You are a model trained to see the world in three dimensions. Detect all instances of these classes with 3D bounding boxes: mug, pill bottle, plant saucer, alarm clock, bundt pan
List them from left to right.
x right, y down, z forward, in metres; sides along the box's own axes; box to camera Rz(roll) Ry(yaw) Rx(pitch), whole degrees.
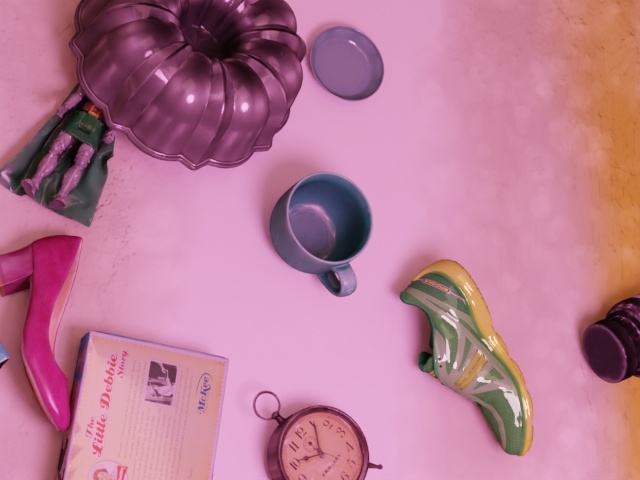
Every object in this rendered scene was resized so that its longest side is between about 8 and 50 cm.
[{"bbox_3d":[-0.161,-0.267,1.702,0.331,0.124,0.331,13,60,-23],"label":"bundt pan"},{"bbox_3d":[-0.018,0.271,1.664,0.192,0.064,0.129,48,63,-6],"label":"alarm clock"},{"bbox_3d":[-0.007,-0.007,1.734,0.129,0.097,0.158,19,68,-18],"label":"mug"},{"bbox_3d":[0.036,-0.258,1.871,0.119,0.021,0.119,6,73,-21],"label":"plant saucer"},{"bbox_3d":[0.505,0.134,1.897,0.219,0.123,0.123,-19,83,-26],"label":"pill bottle"}]

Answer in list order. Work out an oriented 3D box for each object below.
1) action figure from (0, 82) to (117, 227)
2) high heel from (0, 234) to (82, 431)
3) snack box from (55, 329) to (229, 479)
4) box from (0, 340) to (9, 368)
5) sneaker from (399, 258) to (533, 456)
[{"bbox_3d":[-0.311,-0.145,1.670,0.137,0.063,0.232,30,62,-9],"label":"action figure"},{"bbox_3d":[-0.321,0.110,1.574,0.117,0.082,0.244,-17,68,-16],"label":"high heel"},{"bbox_3d":[-0.229,0.286,1.570,0.187,0.060,0.322,14,70,-19],"label":"snack box"},{"bbox_3d":[-0.489,0.178,1.470,0.244,0.100,0.060,-29,87,-28],"label":"box"},{"bbox_3d":[0.204,0.174,1.782,0.123,0.109,0.295,-27,88,-5],"label":"sneaker"}]
